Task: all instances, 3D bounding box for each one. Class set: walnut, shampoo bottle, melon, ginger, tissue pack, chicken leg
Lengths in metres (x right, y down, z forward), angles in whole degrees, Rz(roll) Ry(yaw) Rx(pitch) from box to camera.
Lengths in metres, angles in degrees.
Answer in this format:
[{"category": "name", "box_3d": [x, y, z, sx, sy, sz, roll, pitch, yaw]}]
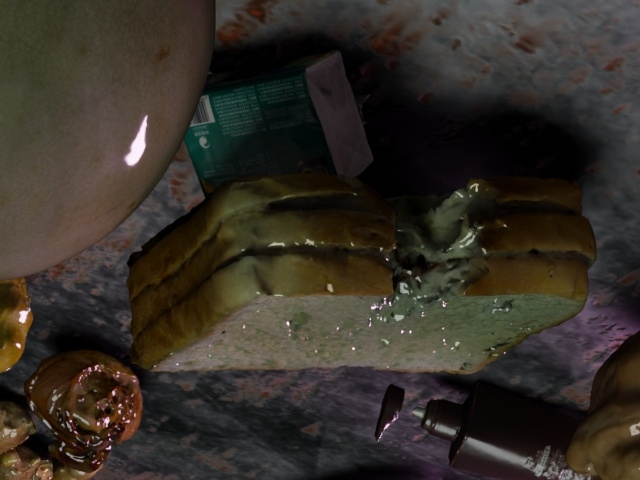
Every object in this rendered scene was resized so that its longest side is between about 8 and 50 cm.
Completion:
[{"category": "walnut", "box_3d": [0.281, 0.150, 1.304, 0.198, 0.198, 0.245, 16, 158, -1]}, {"category": "shampoo bottle", "box_3d": [0.166, 0.174, 1.527, 0.236, 0.068, 0.067, 18, 153, -2]}, {"category": "melon", "box_3d": [-0.195, -0.121, 1.000, 0.269, 0.268, 0.330, 20, 143, -7]}, {"category": "ginger", "box_3d": [-0.323, 0.218, 1.863, 0.193, 0.052, 0.176, 26, 144, -19]}, {"category": "tissue pack", "box_3d": [-0.027, -0.078, 1.188, 0.111, 0.079, 0.085, -8, 108, 33]}, {"category": "chicken leg", "box_3d": [-0.229, 0.172, 1.721, 0.107, 0.087, 0.251, 34, 158, 5]}]

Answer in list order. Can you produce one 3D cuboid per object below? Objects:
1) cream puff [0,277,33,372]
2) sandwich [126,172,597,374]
[{"category": "cream puff", "box_3d": [-0.309, 0.062, 1.533, 0.146, 0.146, 0.116, 10, -171, 10]}, {"category": "sandwich", "box_3d": [0.032, 0.023, 1.197, 0.273, 0.095, 0.249, 1, 163, -22]}]
